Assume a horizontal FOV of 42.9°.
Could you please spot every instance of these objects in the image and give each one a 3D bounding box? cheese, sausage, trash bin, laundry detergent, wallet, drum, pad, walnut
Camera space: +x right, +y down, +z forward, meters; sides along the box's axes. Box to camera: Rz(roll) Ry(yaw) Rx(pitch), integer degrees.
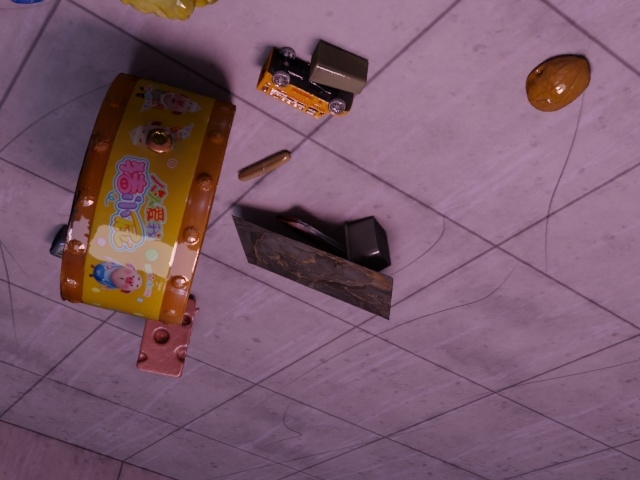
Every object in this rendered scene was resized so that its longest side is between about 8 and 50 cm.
[{"bbox_3d":[-0.390,0.243,2.117,0.128,0.203,0.177,11,173,-6],"label":"cheese"},{"bbox_3d":[-0.111,-0.146,1.622,0.132,0.024,0.024,-20,136,35],"label":"sausage"},{"bbox_3d":[0.031,-0.286,1.367,0.092,0.061,0.043,18,143,-16],"label":"trash bin"},{"bbox_3d":[-0.533,0.042,1.936,0.206,0.061,0.096,27,138,-25],"label":"laundry detergent"},{"bbox_3d":[0.000,0.000,1.770,0.196,0.020,0.103,32,167,-30],"label":"wallet"},{"bbox_3d":[-0.296,-0.070,1.434,0.214,0.431,0.431,15,144,-9],"label":"drum"},{"bbox_3d":[-0.014,0.064,1.773,0.367,0.007,0.248,21,158,13],"label":"pad"},{"bbox_3d":[0.394,-0.250,1.350,0.091,0.052,0.121,21,145,-22],"label":"walnut"}]

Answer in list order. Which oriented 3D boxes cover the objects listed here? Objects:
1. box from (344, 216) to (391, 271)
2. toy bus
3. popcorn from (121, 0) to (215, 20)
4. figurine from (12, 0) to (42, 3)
[{"bbox_3d":[0.101,0.013,1.724,0.069,0.122,0.084,-24,136,21],"label":"box"},{"bbox_3d":[-0.025,-0.262,1.404,0.162,0.070,0.074,23,143,-18],"label":"toy bus"},{"bbox_3d":[-0.254,-0.436,1.129,0.225,0.174,0.286,-12,140,37],"label":"popcorn"},{"bbox_3d":[-0.449,-0.459,1.176,0.164,0.121,0.262,13,142,0],"label":"figurine"}]
